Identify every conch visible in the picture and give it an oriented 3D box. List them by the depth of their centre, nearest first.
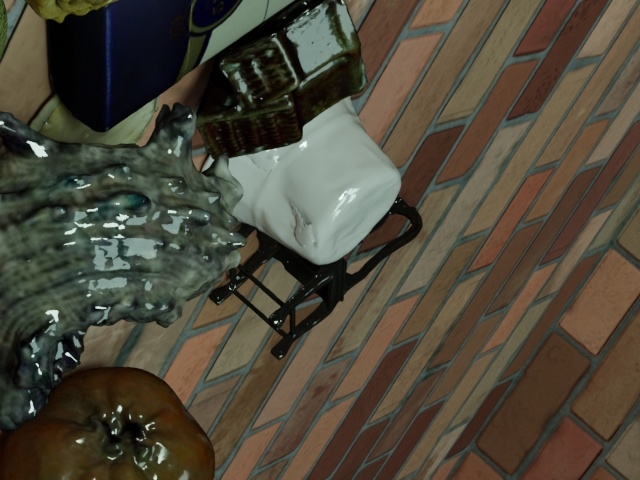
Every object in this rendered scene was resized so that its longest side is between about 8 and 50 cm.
[{"bbox_3d":[-0.189,0.013,1.310,0.313,0.186,0.240,-41,167,12],"label":"conch"}]

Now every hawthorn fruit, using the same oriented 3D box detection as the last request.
[{"bbox_3d":[-0.212,0.233,1.711,0.199,0.199,0.251,-35,169,-34],"label":"hawthorn fruit"}]

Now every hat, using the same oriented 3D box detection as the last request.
[{"bbox_3d":[-0.006,-0.057,1.667,0.203,0.126,0.203,-43,164,-16],"label":"hat"}]

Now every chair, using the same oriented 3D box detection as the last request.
[{"bbox_3d":[0.000,0.000,1.821,0.229,0.106,0.113,-43,162,-19],"label":"chair"}]

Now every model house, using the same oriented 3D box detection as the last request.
[{"bbox_3d":[-0.046,-0.141,1.474,0.152,0.106,0.165,-37,155,-9],"label":"model house"}]

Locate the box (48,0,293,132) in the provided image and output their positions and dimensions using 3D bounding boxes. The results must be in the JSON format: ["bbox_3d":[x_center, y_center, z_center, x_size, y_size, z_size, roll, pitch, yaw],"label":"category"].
[{"bbox_3d":[-0.082,-0.205,1.303,0.259,0.071,0.168,-40,160,-26],"label":"box"}]

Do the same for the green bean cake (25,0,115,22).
[{"bbox_3d":[-0.113,-0.264,1.039,0.229,0.131,0.224,-39,156,-19],"label":"green bean cake"}]

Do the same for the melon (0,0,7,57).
[{"bbox_3d":[-0.255,-0.103,1.089,0.162,0.099,0.099,-42,160,-22],"label":"melon"}]

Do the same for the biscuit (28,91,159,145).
[{"bbox_3d":[-0.179,-0.083,1.402,0.152,0.020,0.152,-42,159,-20],"label":"biscuit"}]
